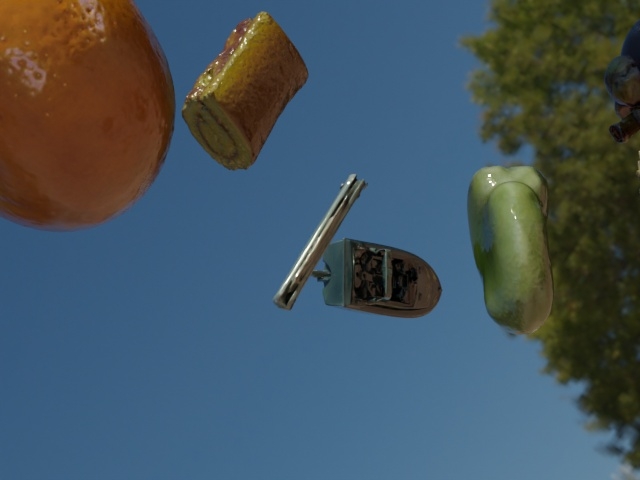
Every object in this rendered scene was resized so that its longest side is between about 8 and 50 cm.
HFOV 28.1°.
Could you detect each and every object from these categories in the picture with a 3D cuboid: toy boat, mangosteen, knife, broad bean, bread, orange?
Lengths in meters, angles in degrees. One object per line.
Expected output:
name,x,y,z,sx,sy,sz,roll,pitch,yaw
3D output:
toy boat,0.093,0.055,1.682,0.246,0.103,0.093,13,-105,-52
mangosteen,0.437,-0.189,1.565,0.200,0.200,0.200,-40,-30,-28
knife,0.000,0.000,1.276,0.162,0.023,0.044,-59,-3,-19
broad bean,0.230,0.009,1.538,0.228,0.100,0.169,-87,-4,-53
bread,-0.098,-0.193,1.644,0.132,0.103,0.172,55,-132,-35
orange,-0.207,-0.120,0.904,0.171,0.240,0.240,-49,-26,-26

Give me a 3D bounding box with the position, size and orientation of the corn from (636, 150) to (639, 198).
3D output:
corn,0.449,-0.156,1.363,0.318,0.115,0.115,-51,-26,-13
